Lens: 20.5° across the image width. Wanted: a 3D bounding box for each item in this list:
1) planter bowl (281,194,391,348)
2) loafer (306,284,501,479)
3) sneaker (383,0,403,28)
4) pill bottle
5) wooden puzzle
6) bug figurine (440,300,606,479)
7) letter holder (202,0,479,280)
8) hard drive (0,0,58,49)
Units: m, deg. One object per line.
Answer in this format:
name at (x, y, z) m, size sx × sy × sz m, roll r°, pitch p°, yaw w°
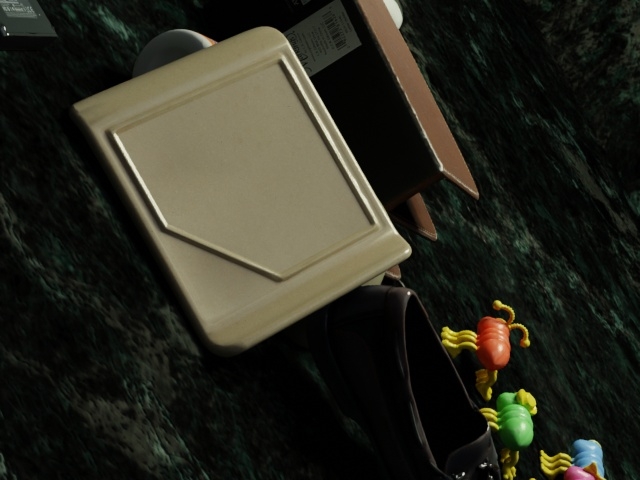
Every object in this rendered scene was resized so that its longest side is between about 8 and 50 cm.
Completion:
planter bowl at (0.000, 0.000, 1.561) m, size 0.162 × 0.109 × 0.162 m, roll 48°, pitch 21°, yaw -25°
loafer at (0.098, 0.161, 1.512) m, size 0.302 × 0.095 × 0.109 m, roll 57°, pitch 37°, yaw -25°
sneaker at (0.021, -0.256, 2.074) m, size 0.270 × 0.090 × 0.145 m, roll 28°, pitch 35°, yaw -50°
pill bottle at (-0.095, -0.130, 1.567) m, size 0.086 × 0.086 × 0.152 m, roll 64°, pitch 18°, yaw 18°
wooden puzzle at (-0.065, -0.043, 1.438) m, size 0.221 × 0.044 × 0.238 m, roll -28°, pitch 83°, yaw -37°
bug figurine at (0.237, 0.206, 1.893) m, size 0.279 × 0.072 × 0.216 m, roll 51°, pitch 19°, yaw -19°
letter holder at (0.041, -0.131, 1.821) m, size 0.214 × 0.152 × 0.302 m, roll 26°, pitch 36°, yaw -61°
hard drive at (-0.263, -0.209, 1.365) m, size 0.135 × 0.022 × 0.094 m, roll 59°, pitch 18°, yaw 4°
